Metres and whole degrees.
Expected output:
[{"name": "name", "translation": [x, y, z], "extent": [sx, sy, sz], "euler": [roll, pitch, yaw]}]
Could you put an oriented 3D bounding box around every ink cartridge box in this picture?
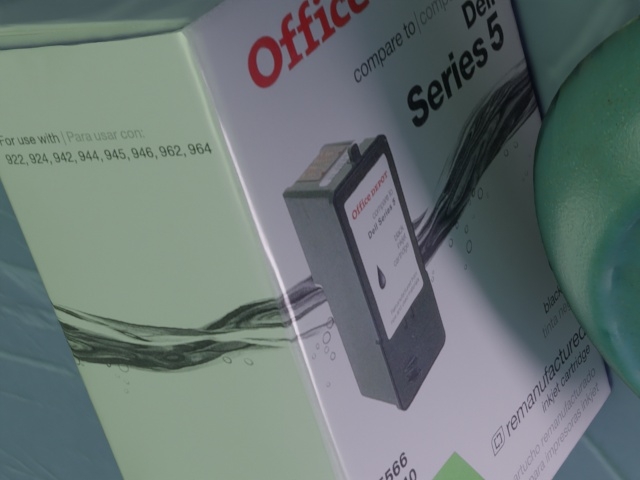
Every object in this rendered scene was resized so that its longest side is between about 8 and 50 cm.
[{"name": "ink cartridge box", "translation": [0.000, 0.000, 0.714], "extent": [0.115, 0.198, 0.273], "euler": [1, 121, 35]}]

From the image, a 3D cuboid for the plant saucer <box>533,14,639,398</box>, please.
[{"name": "plant saucer", "translation": [0.218, 0.030, 0.608], "extent": [0.318, 0.043, 0.317], "euler": [19, 149, 12]}]
